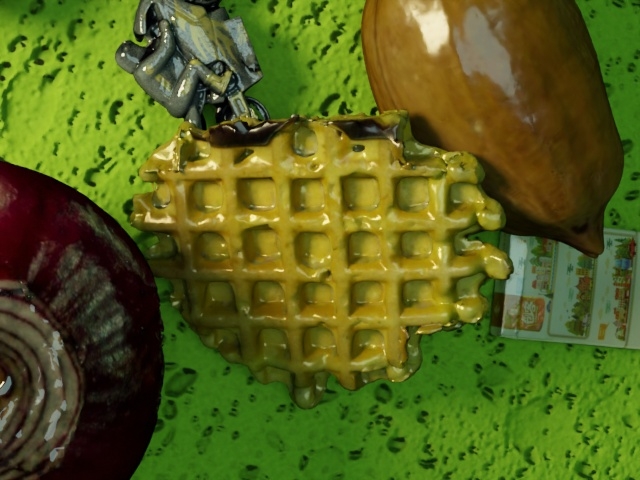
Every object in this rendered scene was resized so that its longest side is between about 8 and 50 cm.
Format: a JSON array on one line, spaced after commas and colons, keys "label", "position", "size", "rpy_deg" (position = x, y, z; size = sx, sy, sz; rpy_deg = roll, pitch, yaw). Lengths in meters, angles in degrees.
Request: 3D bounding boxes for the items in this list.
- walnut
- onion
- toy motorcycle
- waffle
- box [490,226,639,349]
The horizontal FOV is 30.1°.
[{"label": "walnut", "position": [0.162, -0.124, 1.076], "size": [0.209, 0.209, 0.336], "rpy_deg": [-32, 96, -12]}, {"label": "onion", "position": [-0.283, 0.063, 0.921], "size": [0.336, 0.282, 0.260], "rpy_deg": [8, 92, -14]}, {"label": "toy motorcycle", "position": [-0.120, -0.161, 1.076], "size": [0.124, 0.061, 0.194], "rpy_deg": [-17, 93, -13]}, {"label": "waffle", "position": [-0.001, 0.002, 1.040], "size": [0.311, 0.060, 0.307], "rpy_deg": [-33, 106, 19]}, {"label": "box", "position": [0.282, 0.047, 1.194], "size": [0.220, 0.032, 0.122], "rpy_deg": [6, 89, -15]}]
